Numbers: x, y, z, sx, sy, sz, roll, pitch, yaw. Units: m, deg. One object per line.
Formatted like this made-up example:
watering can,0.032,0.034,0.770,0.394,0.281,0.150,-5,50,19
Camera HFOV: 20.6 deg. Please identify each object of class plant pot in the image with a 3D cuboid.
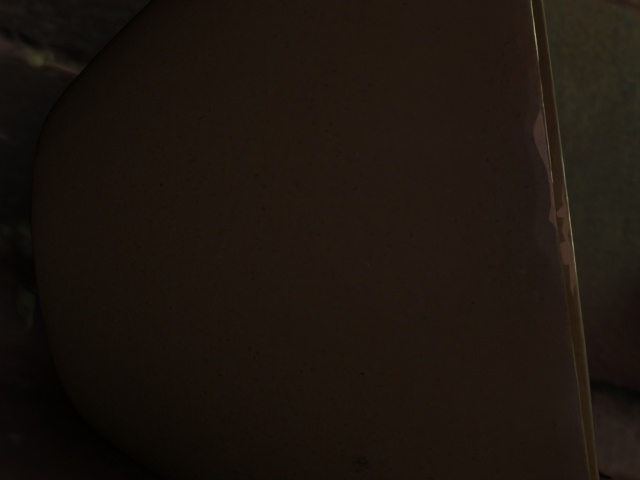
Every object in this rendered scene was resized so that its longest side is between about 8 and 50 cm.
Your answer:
plant pot,0.000,0.000,0.678,0.191,0.284,0.284,-7,78,9
